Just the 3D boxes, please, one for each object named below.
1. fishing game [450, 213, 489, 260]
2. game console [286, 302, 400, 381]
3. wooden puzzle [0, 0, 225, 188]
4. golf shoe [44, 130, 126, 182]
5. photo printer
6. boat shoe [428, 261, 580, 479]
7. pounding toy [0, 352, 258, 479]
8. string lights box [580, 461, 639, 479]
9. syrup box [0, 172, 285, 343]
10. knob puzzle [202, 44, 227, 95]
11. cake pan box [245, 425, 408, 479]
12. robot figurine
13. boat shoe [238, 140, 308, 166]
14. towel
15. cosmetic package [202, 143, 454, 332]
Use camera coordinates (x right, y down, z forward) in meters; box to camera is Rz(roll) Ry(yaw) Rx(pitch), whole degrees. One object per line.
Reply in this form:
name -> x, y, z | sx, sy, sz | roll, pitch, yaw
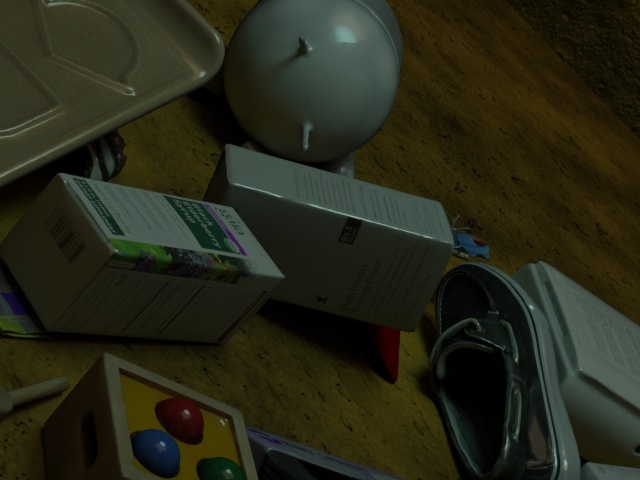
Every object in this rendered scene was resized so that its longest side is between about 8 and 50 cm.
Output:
fishing game -> 0.115, -0.025, 1.788 | 0.189, 0.041, 0.264 | 22, 8, 12
game console -> 0.027, 0.073, 1.594 | 0.124, 0.085, 0.144 | 8, 24, 1
wooden puzzle -> -0.308, -0.189, 1.350 | 0.322, 0.080, 0.348 | 45, 49, 11
golf shoe -> -0.263, -0.121, 1.409 | 0.186, 0.067, 0.086 | 41, 22, 0
photo printer -> 0.359, 0.183, 1.806 | 0.307, 0.107, 0.256 | 32, 24, -23
boat shoe -> 0.175, 0.130, 1.583 | 0.119, 0.121, 0.335 | 31, 26, -34
pounding toy -> -0.150, 0.133, 1.079 | 0.206, 0.094, 0.181 | 28, 25, -31
string lights box -> 0.347, 0.347, 1.519 | 0.133, 0.077, 0.259 | 15, 33, -47
syrup box -> -0.145, 0.020, 1.287 | 0.237, 0.096, 0.093 | 9, 38, -56
knob puzzle -> -0.177, -0.235, 1.816 | 0.213, 0.030, 0.213 | 35, 22, -16
cake pan box -> 0.064, 0.233, 1.151 | 0.267, 0.070, 0.246 | 24, -2, -36
robot figurine -> -0.005, -0.209, 1.796 | 0.353, 0.200, 0.300 | -76, 152, -72
boat shoe -> -0.025, -0.056, 1.689 | 0.170, 0.059, 0.063 | 46, 22, 12
towel -> -0.249, 0.044, 1.198 | 0.060, 0.009, 0.083 | 9, 38, -54
cosmetic package -> 0.000, 0.000, 1.472 | 0.231, 0.117, 0.085 | 13, 30, -16
